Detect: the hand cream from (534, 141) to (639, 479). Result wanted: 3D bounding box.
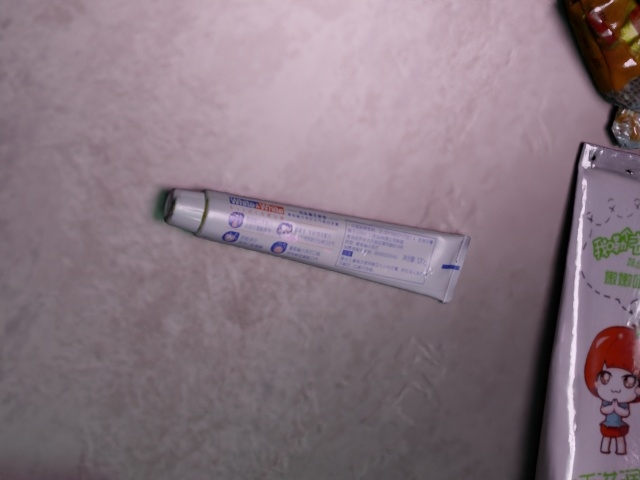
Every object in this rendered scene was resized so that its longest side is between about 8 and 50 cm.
[{"bbox_3d":[0.214,0.105,1.075,0.121,0.076,0.335,10,92,-18],"label":"hand cream"}]

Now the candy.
[{"bbox_3d":[0.201,-0.145,1.021,0.053,0.046,0.182,-30,109,-5],"label":"candy"}]

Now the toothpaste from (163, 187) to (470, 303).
[{"bbox_3d":[0.000,0.000,1.009,0.218,0.033,0.052,13,102,-19],"label":"toothpaste"}]
